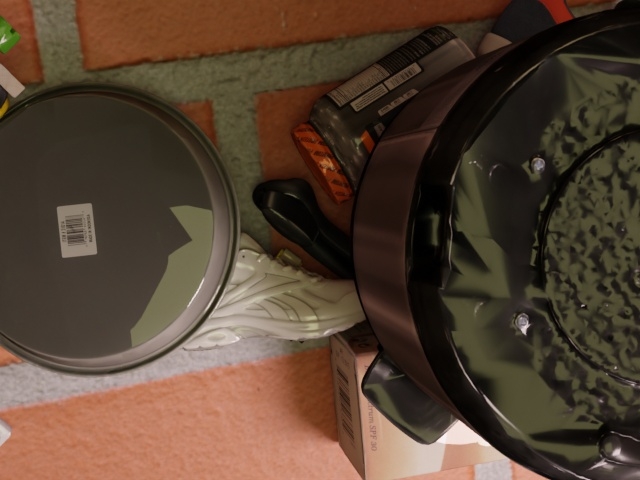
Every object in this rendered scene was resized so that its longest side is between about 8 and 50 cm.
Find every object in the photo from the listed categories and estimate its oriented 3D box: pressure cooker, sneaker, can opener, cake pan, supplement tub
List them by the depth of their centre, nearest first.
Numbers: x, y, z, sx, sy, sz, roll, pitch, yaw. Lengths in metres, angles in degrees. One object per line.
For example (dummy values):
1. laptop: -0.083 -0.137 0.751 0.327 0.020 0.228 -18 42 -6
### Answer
1. pressure cooker: 0.217 -0.002 1.011 0.370 0.420 0.375 -6 93 -8
2. cake pan: -0.225 -0.011 1.132 0.293 0.054 0.293 0 89 1
3. sneaker: -0.051 0.046 1.190 0.232 0.090 0.115 -6 90 -5
4. supplement tub: 0.072 -0.124 1.192 0.190 0.117 0.117 -33 107 -4
5. can opener: 0.000 0.000 1.235 0.186 0.059 0.073 40 49 -30
6. sneaker: 0.344 -0.163 1.240 0.350 0.131 0.148 30 98 -17

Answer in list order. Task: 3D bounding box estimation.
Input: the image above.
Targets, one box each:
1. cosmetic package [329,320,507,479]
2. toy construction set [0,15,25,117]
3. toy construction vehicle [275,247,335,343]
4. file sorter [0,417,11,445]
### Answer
1. cosmetic package: 0.169 0.152 1.268 0.296 0.129 0.153 -9 103 -12
2. toy construction set: -0.376 -0.142 1.001 0.237 0.309 0.257 -37 116 -8
3. toy construction vehicle: -0.041 0.063 1.253 0.086 0.035 0.098 32 90 -7
4. file sorter: -0.464 0.190 1.104 0.193 0.173 0.278 -45 108 0
